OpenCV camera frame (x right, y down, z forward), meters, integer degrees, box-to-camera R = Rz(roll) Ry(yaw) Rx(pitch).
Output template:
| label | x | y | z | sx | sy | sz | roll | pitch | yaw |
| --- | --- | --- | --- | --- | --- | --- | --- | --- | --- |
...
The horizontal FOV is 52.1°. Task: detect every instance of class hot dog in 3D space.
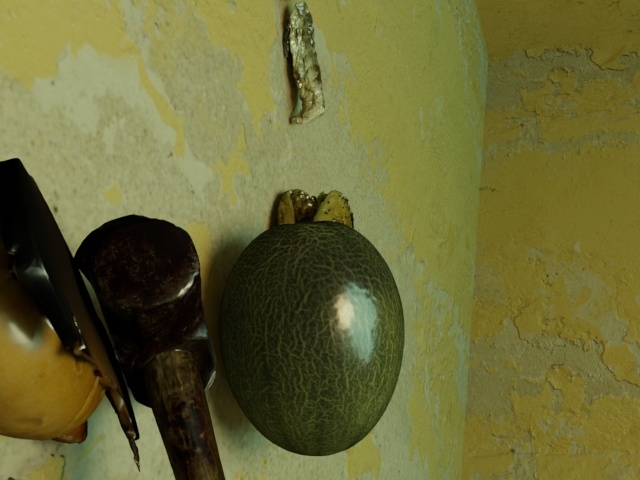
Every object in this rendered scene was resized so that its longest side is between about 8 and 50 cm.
| label | x | y | z | sx | sy | sz | roll | pitch | yaw |
| --- | --- | --- | --- | --- | --- | --- | --- | --- | --- |
| hot dog | -0.221 | 0.088 | 0.489 | 0.325 | 0.107 | 0.194 | 87 | -23 | -46 |

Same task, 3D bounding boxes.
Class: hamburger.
| label | x | y | z | sx | sy | sz | roll | pitch | yaw |
| --- | --- | --- | --- | --- | --- | --- | --- | --- | --- |
| hamburger | 0.000 | 0.000 | 1.040 | 0.185 | 0.114 | 0.177 | -56 | 136 | -52 |

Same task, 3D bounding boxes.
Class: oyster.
| label | x | y | z | sx | sy | sz | roll | pitch | yaw |
| --- | --- | --- | --- | --- | --- | --- | --- | --- | --- |
| oyster | -0.018 | -0.298 | 1.098 | 0.106 | 0.061 | 0.199 | -29 | 114 | -65 |

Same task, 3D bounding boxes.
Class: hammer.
| label | x | y | z | sx | sy | sz | roll | pitch | yaw |
| --- | --- | --- | --- | --- | --- | --- | --- | --- | --- |
| hammer | -0.101 | 0.202 | 0.536 | 0.242 | 0.096 | 0.408 | 99 | -27 | -59 |

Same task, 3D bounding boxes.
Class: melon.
| label | x | y | z | sx | sy | sz | roll | pitch | yaw |
| --- | --- | --- | --- | --- | --- | --- | --- | --- | --- |
| melon | -0.010 | 0.126 | 0.847 | 0.237 | 0.238 | 0.301 | -12 | 100 | -66 |
